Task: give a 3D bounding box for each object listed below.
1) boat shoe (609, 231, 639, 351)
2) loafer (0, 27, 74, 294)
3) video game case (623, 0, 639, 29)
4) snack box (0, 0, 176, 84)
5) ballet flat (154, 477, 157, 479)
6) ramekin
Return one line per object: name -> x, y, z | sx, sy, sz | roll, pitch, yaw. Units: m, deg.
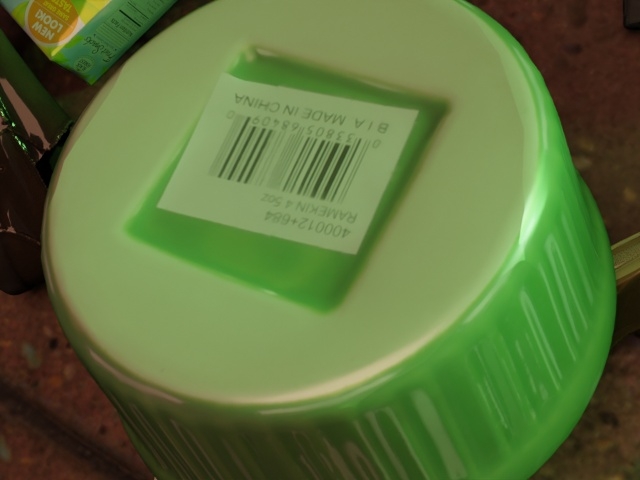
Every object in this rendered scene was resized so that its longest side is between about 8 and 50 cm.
boat shoe -> 0.155, 0.034, 0.732 | 0.153, 0.048, 0.056 | -30, 119, 12
loafer -> -0.200, -0.077, 0.816 | 0.078, 0.080, 0.220 | -14, 102, 1
video game case -> 0.245, -0.220, 0.635 | 0.026, 0.274, 0.196 | -1, 93, -21
snack box -> -0.148, -0.241, 0.847 | 0.207, 0.070, 0.174 | -45, 73, 6
ballet flat -> -0.071, 0.194, 0.744 | 0.077, 0.077, 0.231 | -7, 79, 14
ramekin -> 0.000, 0.000, 0.672 | 0.303, 0.148, 0.303 | -8, 57, 13
